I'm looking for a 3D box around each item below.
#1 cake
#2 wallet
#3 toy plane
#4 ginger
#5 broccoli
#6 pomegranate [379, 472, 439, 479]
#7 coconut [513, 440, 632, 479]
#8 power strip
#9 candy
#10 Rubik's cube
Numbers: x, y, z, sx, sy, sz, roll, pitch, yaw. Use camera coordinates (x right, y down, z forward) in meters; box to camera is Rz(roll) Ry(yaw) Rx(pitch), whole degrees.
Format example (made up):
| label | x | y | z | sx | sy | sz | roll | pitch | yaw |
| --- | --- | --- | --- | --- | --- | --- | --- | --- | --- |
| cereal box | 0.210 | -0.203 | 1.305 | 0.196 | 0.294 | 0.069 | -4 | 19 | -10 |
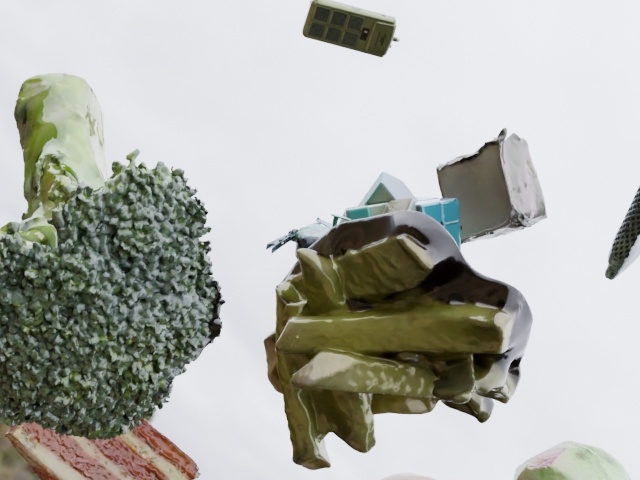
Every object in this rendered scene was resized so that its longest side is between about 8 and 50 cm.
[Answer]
| label | x | y | z | sx | sy | sz | roll | pitch | yaw |
| --- | --- | --- | --- | --- | --- | --- | --- | --- | --- |
| cake | -0.288 | 0.301 | 1.388 | 0.160 | 0.158 | 0.262 | 14 | -35 | 33 |
| wallet | 0.644 | -0.105 | 1.945 | 0.075 | 0.237 | 0.342 | 32 | -46 | 19 |
| toy plane | 0.000 | 0.000 | 1.547 | 0.096 | 0.235 | 0.060 | 13 | -76 | 18 |
| ginger | 0.080 | 0.167 | 1.303 | 0.358 | 0.211 | 0.413 | 34 | -32 | -3 |
| broccoli | -0.209 | -0.027 | 0.852 | 0.252 | 0.221 | 0.361 | 87 | -12 | -62 |
| pomegranate | 0.142 | 0.528 | 1.670 | 0.307 | 0.307 | 0.307 | 38 | -25 | 21 |
| coconut | 0.399 | 0.417 | 1.604 | 0.236 | 0.236 | 0.204 | 30 | -61 | 36 |
| power strip | 0.057 | -0.364 | 1.753 | 0.169 | 0.028 | 0.076 | 12 | -53 | -10 |
| candy | 0.340 | -0.097 | 2.007 | 0.185 | 0.137 | 0.195 | -23 | -104 | 45 |
| Rubik's cube | 0.139 | 0.004 | 1.916 | 0.224 | 0.213 | 0.265 | 3 | -81 | 46 |
